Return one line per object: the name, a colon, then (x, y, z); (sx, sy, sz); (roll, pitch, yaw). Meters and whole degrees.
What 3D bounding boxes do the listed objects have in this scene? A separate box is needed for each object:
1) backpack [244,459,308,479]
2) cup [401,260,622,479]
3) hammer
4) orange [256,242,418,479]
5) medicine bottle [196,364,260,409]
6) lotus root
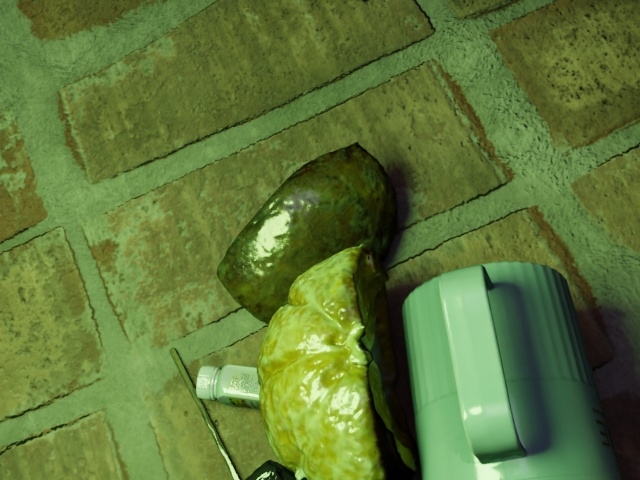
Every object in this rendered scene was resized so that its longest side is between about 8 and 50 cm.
backpack: (-0.074, 0.416, 1.177); (0.206, 0.133, 0.258); (-36, 31, -1)
cup: (0.224, 0.204, 1.193); (0.257, 0.331, 0.311); (-32, 53, 40)
hammer: (-0.175, 0.287, 1.374); (0.058, 0.029, 0.292); (-29, 63, -7)
orange: (0.020, 0.204, 1.251); (0.210, 0.271, 0.368); (-17, 61, 15)
medicine bottle: (-0.128, 0.226, 1.364); (0.118, 0.074, 0.055); (6, 68, 10)
lotus root: (0.004, 0.004, 1.397); (0.314, 0.210, 0.142); (-48, 55, 1)
